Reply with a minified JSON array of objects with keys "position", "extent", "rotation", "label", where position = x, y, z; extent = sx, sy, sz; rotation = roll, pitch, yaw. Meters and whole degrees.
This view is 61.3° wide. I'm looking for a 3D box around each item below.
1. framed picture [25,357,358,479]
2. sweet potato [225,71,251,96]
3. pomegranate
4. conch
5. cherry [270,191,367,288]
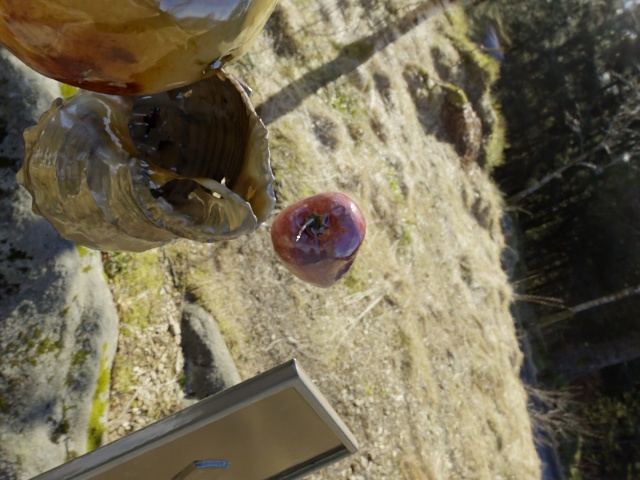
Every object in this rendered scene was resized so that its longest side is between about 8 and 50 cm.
[{"position":[-0.119,0.213,0.478],"extent":[0.211,0.289,0.020],"rotation":[64,1,-50],"label":"framed picture"},{"position":[-0.293,-0.378,1.285],"extent":[0.078,0.255,0.058],"rotation":[81,11,-78],"label":"sweet potato"},{"position":[-0.174,-0.287,0.453],"extent":[0.319,0.319,0.319],"rotation":[36,40,-39],"label":"pomegranate"},{"position":[-0.186,-0.098,0.642],"extent":[0.186,0.324,0.263],"rotation":[22,90,-79],"label":"conch"},{"position":[-0.005,-0.002,0.608],"extent":[0.106,0.126,0.087],"rotation":[-1,58,-17],"label":"cherry"}]
